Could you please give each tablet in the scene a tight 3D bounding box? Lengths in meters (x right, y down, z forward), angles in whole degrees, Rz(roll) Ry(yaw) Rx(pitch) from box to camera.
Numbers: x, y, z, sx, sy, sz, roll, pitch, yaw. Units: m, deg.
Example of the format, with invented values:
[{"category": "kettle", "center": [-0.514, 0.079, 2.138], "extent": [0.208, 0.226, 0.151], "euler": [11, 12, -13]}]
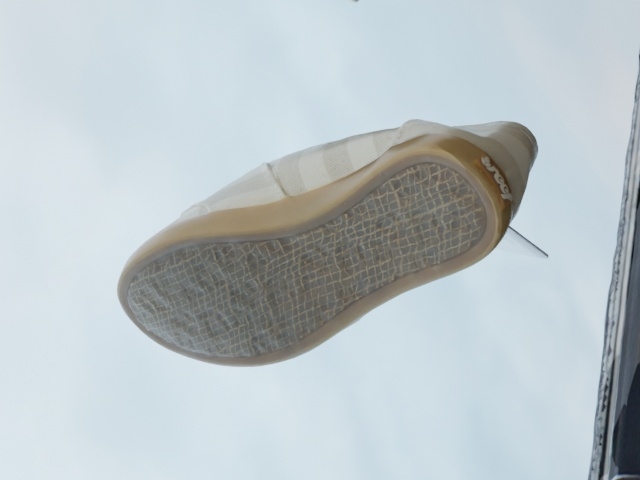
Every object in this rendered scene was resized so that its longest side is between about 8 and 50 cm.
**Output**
[{"category": "tablet", "center": [0.121, -0.006, 1.060], "extent": [0.083, 0.054, 0.006], "euler": [32, -104, -48]}]

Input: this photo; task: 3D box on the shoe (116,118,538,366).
[{"category": "shoe", "center": [0.000, 0.000, 0.638], "extent": [0.076, 0.219, 0.058], "euler": [56, -139, -17]}]

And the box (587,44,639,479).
[{"category": "box", "center": [0.349, 0.051, 0.842], "extent": [0.480, 0.297, 0.472], "euler": [56, -138, -54]}]

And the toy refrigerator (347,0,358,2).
[{"category": "toy refrigerator", "center": [-0.059, -0.286, 1.033], "extent": [0.269, 0.102, 0.094], "euler": [35, 174, -36]}]
